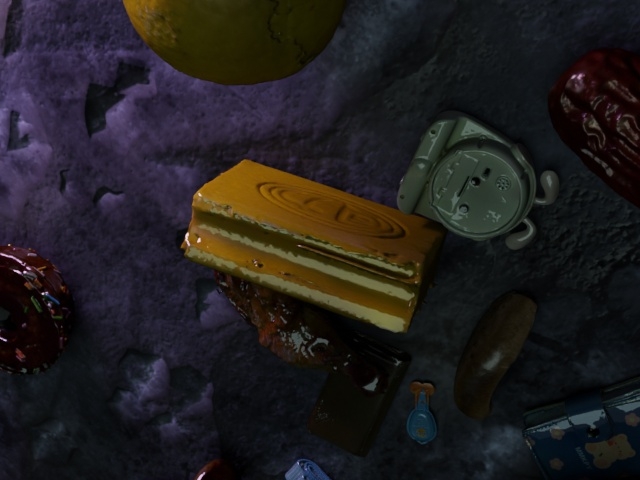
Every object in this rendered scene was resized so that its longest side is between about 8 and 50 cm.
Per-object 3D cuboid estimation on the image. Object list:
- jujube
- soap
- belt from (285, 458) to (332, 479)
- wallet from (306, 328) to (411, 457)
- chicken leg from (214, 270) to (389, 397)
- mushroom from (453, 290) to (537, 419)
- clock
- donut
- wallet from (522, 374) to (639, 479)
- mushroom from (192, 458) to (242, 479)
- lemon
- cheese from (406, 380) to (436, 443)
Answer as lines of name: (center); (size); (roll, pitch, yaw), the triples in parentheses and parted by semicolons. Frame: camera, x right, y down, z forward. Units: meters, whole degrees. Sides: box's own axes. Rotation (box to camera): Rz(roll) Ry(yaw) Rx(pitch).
jujube: (0.379, -0.130, 1.061); (0.230, 0.155, 0.155); (41, 120, 10)
soap: (0.001, 0.000, 1.218); (0.324, 0.204, 0.096); (19, 114, 10)
belt: (0.024, 0.426, 1.480); (0.179, 0.100, 0.065); (47, 121, 13)
wallet: (0.056, 0.236, 1.399); (0.110, 0.031, 0.198); (26, 118, 8)
chicken leg: (-0.034, 0.106, 1.325); (0.323, 0.083, 0.177); (53, 147, -6)
mushroom: (0.234, 0.170, 1.276); (0.072, 0.094, 0.210); (21, 122, 6)
clock: (0.207, -0.070, 1.192); (0.190, 0.062, 0.152); (27, 119, 6)
donut: (-0.508, 0.113, 1.513); (0.235, 0.089, 0.235); (7, 114, 16)
wallet: (0.395, 0.277, 1.280); (0.202, 0.059, 0.141); (-25, 100, 27)
mushroom: (-0.240, 0.451, 1.560); (0.217, 0.148, 0.227); (19, 113, 29)
lemon: (-0.101, -0.330, 1.067); (0.296, 0.297, 0.297); (7, 115, 16)
cheese: (0.154, 0.263, 1.383); (0.047, 0.017, 0.111); (5, 114, 14)
